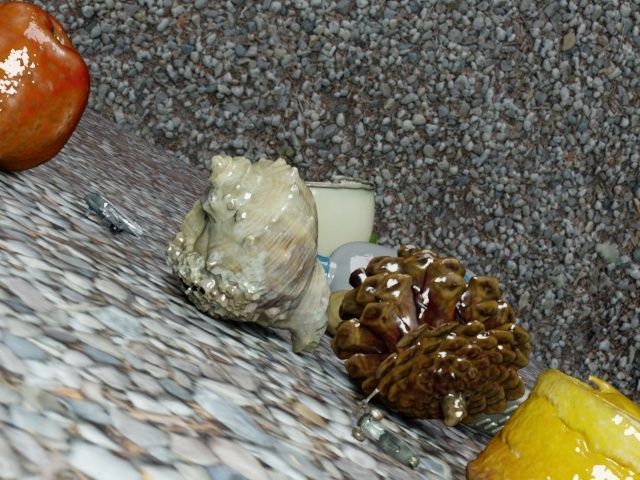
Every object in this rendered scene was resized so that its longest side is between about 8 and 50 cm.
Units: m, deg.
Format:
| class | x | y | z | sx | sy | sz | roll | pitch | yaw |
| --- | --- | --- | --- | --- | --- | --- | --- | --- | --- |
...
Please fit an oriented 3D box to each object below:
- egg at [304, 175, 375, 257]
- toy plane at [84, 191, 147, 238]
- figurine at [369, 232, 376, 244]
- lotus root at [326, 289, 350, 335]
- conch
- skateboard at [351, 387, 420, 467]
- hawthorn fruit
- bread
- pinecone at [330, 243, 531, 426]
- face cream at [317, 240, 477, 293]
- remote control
| class | x | y | z | sx | sy | sz | roll | pitch | yaw |
| --- | --- | --- | --- | --- | --- | --- | --- | --- | --- |
| egg | -0.048 | -0.021 | 1.499 | 0.286 | 0.174 | 0.264 | 3 | -2 | 18 |
| toy plane | -0.238 | -0.027 | 0.999 | 0.083 | 0.031 | 0.078 | 30 | 3 | -2 |
| figurine | 0.000 | 0.000 | 1.863 | 0.263 | 0.143 | 0.162 | 12 | -1 | -12 |
| lotus root | 0.034 | 0.101 | 1.176 | 0.072 | 0.063 | 0.152 | 19 | 10 | -17 |
| conch | -0.064 | 0.017 | 0.879 | 0.245 | 0.163 | 0.178 | 62 | 4 | -29 |
| skateboard | 0.055 | 0.162 | 0.753 | 0.064 | 0.032 | 0.083 | 40 | 4 | -7 |
| hawthorn fruit | -0.343 | -0.170 | 0.949 | 0.189 | 0.189 | 0.189 | 30 | 3 | -2 |
| bread | 0.222 | 0.195 | 0.665 | 0.195 | 0.142 | 0.270 | 34 | 3 | 30 |
| pinecone | 0.099 | 0.095 | 0.882 | 0.212 | 0.168 | 0.185 | 32 | -20 | 51 |
| face cream | 0.088 | 0.075 | 1.328 | 0.337 | 0.080 | 0.163 | 15 | 48 | -12 |
| remote control | 0.235 | 0.214 | 1.064 | 0.190 | 0.087 | 0.029 | 29 | 41 | -35 |
